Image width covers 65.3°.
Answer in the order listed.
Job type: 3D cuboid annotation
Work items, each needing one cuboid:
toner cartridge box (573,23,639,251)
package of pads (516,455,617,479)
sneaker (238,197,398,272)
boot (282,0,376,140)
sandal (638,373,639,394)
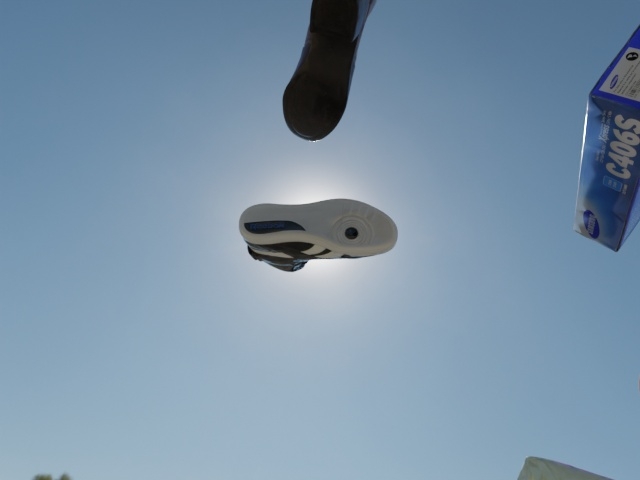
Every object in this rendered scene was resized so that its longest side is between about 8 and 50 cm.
[{"bbox_3d":[0.413,-0.129,0.646,0.075,0.165,0.348,36,-6,33],"label":"toner cartridge box"},{"bbox_3d":[0.444,0.404,0.668,0.296,0.101,0.229,0,-33,49],"label":"package of pads"},{"bbox_3d":[0.000,0.000,0.718,0.216,0.079,0.121,5,-26,7],"label":"sneaker"},{"bbox_3d":[0.032,-0.324,0.773,0.096,0.281,0.264,15,-43,7],"label":"boot"},{"bbox_3d":[0.298,0.076,0.281,0.239,0.079,0.088,4,-64,12],"label":"sandal"}]
